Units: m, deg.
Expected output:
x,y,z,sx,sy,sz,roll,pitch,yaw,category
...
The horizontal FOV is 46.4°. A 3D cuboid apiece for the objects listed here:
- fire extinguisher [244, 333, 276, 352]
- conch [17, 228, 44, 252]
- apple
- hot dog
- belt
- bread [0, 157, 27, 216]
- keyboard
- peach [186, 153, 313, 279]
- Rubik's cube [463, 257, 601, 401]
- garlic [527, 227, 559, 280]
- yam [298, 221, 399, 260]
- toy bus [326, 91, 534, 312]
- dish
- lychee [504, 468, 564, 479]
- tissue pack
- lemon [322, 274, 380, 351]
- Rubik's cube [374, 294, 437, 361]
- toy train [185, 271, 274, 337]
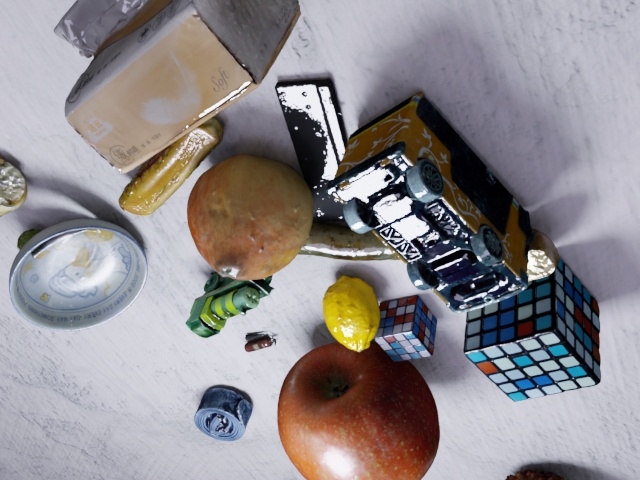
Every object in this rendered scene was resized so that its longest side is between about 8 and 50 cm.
x,y,z,sx,sy,sz,roll,pitch,yaw,category
-0.141,0.231,1.733,0.100,0.032,0.046,-22,94,36,fire extinguisher
-0.607,0.020,1.592,0.121,0.074,0.089,-13,98,59,conch
0.077,0.378,1.588,0.348,0.349,0.277,-6,129,23,apple
-0.268,-0.133,1.318,0.083,0.068,0.289,15,142,-37,hot dog
-0.257,0.460,1.987,0.141,0.082,0.190,22,141,-3,belt
-0.653,-0.101,1.460,0.177,0.084,0.119,-20,128,35,bread
0.008,-0.140,1.258,0.100,0.018,0.310,1,138,19,keyboard
-0.123,-0.033,1.265,0.232,0.233,0.233,9,140,8,peach
0.387,0.161,1.360,0.184,0.182,0.187,-22,127,36,Rubik's cube
0.330,0.031,1.289,0.195,0.101,0.087,-18,107,45,garlic
0.000,0.000,1.386,0.317,0.071,0.067,4,102,14,yam
0.182,-0.053,1.170,0.161,0.194,0.323,-27,121,38,toy bus
-0.510,0.045,1.547,0.273,0.134,0.273,-18,136,-19,dish
0.562,0.741,1.892,0.306,0.306,0.331,-16,103,32,lychee
-0.219,-0.276,1.022,0.305,0.239,0.238,-24,127,38,tissue pack
0.063,0.144,1.480,0.114,0.114,0.155,-17,88,33,lemon
0.174,0.180,1.518,0.092,0.092,0.092,-16,132,32,Rubik's cube
-0.179,0.117,1.527,0.083,0.132,0.200,37,137,-26,toy train
